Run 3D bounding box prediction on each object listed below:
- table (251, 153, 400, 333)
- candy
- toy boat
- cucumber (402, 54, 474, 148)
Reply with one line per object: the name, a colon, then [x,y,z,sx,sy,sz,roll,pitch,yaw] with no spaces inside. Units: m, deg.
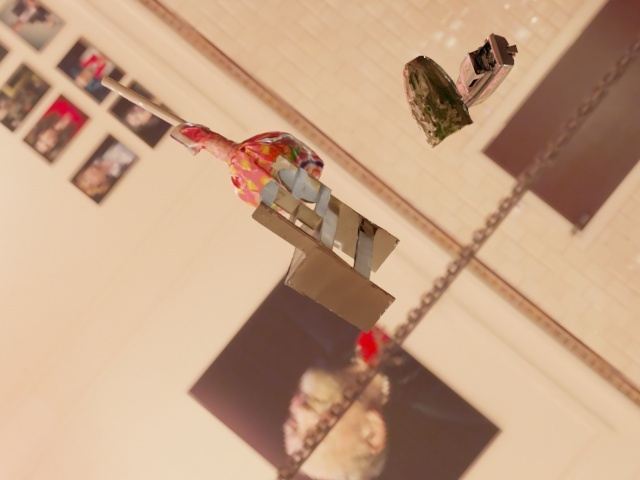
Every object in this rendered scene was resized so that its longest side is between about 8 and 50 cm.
table: [0.000,0.000,1.157,0.175,0.062,0.146,34,-157,-9]
candy: [-0.166,-0.153,1.544,0.365,0.124,0.124,31,177,15]
toy boat: [0.216,-0.223,1.483,0.141,0.060,0.055,126,135,-57]
cucumber: [0.139,-0.175,1.314,0.107,0.067,0.035,60,179,-4]
